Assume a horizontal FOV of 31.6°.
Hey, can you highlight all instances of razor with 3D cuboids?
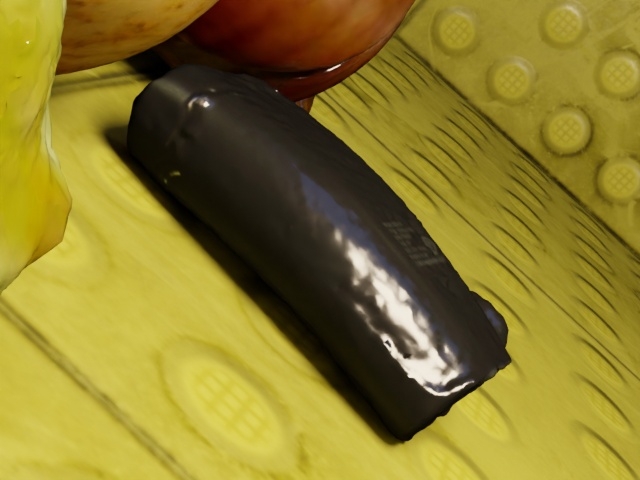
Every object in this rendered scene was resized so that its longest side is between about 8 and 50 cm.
[{"bbox_3d":[0.004,-0.002,0.858,0.327,0.107,0.189,47,18,14],"label":"razor"}]

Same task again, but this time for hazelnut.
[{"bbox_3d":[-0.076,-0.312,1.027,0.409,0.359,0.359,35,18,-33],"label":"hazelnut"}]

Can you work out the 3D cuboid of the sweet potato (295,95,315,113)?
[{"bbox_3d":[-0.033,-0.242,1.359,0.112,0.112,0.359,38,32,-12],"label":"sweet potato"}]

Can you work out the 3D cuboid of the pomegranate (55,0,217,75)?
[{"bbox_3d":[-0.207,-0.261,0.662,0.410,0.410,0.410,38,17,-14],"label":"pomegranate"}]

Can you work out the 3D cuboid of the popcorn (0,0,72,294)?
[{"bbox_3d":[-0.196,-0.083,0.306,0.321,0.290,0.326,13,1,-38],"label":"popcorn"}]
